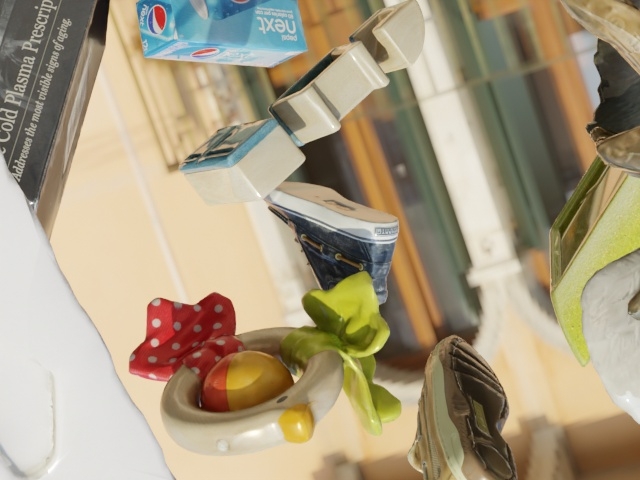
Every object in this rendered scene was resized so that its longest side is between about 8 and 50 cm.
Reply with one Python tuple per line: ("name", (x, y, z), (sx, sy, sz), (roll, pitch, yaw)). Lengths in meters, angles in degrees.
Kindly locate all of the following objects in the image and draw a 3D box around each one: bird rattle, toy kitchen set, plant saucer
("bird rattle", (-0.063, 0.113, 1.503), (0.254, 0.143, 0.207), (1, -153, 17))
("toy kitchen set", (-0.046, -0.156, 1.359), (0.207, 0.166, 0.122), (-43, -165, -19))
("plant saucer", (0.223, -0.026, 1.273), (0.188, 0.045, 0.188), (-60, -175, 22))

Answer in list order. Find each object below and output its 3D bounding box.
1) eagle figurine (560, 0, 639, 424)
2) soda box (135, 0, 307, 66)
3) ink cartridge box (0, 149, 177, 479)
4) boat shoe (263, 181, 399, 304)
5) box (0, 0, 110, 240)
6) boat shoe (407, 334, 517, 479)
("eagle figurine", (0.232, -0.067, 0.771), (0.225, 0.226, 0.298), (-9, -160, 23))
("soda box", (-0.118, -0.257, 2.063), (0.210, 0.071, 0.067), (-1, 166, -45))
("ink cartridge box", (-0.252, -0.028, 0.685), (0.166, 0.285, 0.395), (-37, -128, -13))
("boat shoe", (0.000, 0.000, 1.609), (0.065, 0.083, 0.183), (-4, -162, -37))
("box", (-0.359, -0.140, 1.445), (0.313, 0.179, 0.343), (11, -128, -4))
("boat shoe", (0.089, 0.135, 1.207), (0.072, 0.068, 0.190), (-47, -166, 20))
